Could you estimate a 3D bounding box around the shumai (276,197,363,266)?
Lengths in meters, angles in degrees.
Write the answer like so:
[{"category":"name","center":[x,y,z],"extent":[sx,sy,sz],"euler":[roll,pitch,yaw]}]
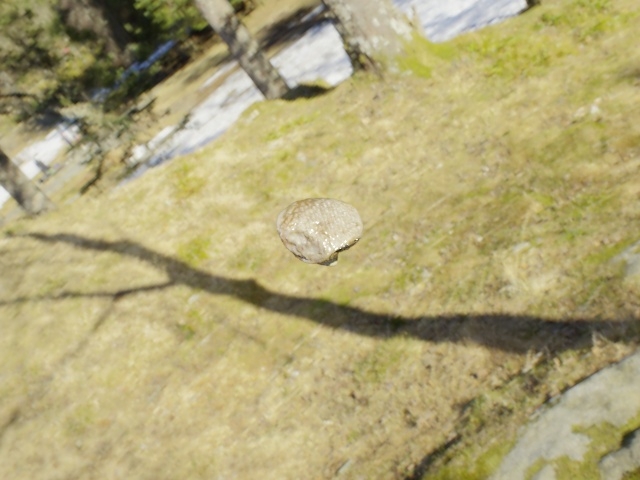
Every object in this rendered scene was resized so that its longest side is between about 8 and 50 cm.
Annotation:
[{"category":"shumai","center":[0.003,-0.002,1.327],"extent":[0.146,0.116,0.145],"euler":[3,48,-3]}]
